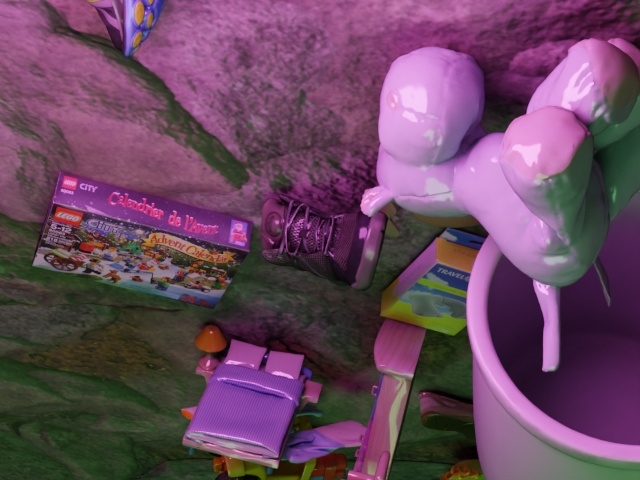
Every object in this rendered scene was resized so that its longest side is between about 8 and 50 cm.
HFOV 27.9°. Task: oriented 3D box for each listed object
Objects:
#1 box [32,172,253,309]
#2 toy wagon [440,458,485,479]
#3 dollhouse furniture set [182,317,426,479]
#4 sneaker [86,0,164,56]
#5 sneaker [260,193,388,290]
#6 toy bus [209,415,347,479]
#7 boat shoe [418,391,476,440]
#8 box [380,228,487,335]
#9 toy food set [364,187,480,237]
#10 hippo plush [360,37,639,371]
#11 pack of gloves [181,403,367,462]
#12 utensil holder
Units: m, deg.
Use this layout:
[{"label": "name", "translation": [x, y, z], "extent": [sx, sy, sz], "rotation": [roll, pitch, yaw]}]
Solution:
[{"label": "box", "translation": [-0.215, 0.005, 1.541], "extent": [0.233, 0.044, 0.159], "rotation": [14, 148, -14]}, {"label": "toy wagon", "translation": [0.314, 0.418, 2.107], "extent": [0.267, 0.068, 0.344], "rotation": [-17, 141, 32]}, {"label": "dollhouse furniture set", "translation": [-0.044, 0.198, 1.629], "extent": [0.304, 0.286, 0.198], "rotation": [14, 120, 7]}, {"label": "sneaker", "translation": [-0.191, -0.238, 1.139], "extent": [0.078, 0.067, 0.188], "rotation": [18, 155, 21]}, {"label": "sneaker", "translation": [0.000, 0.000, 1.413], "extent": [0.130, 0.087, 0.227], "rotation": [16, 175, -9]}, {"label": "toy bus", "translation": [-0.065, 0.332, 1.973], "extent": [0.212, 0.149, 0.220], "rotation": [-6, 146, -6]}, {"label": "boat shoe", "translation": [0.212, 0.257, 1.891], "extent": [0.153, 0.048, 0.056], "rotation": [13, 136, -24]}, {"label": "box", "translation": [0.158, 0.053, 1.562], "extent": [0.109, 0.042, 0.178], "rotation": [16, 148, -17]}, {"label": "toy food set", "translation": [0.152, -0.056, 1.399], "extent": [0.192, 0.038, 0.132], "rotation": [-8, 153, 12]}, {"label": "hippo plush", "translation": [0.180, -0.087, 1.230], "extent": [0.237, 0.234, 0.294], "rotation": [24, 142, 31]}, {"label": "pack of gloves", "translation": [-0.050, 0.277, 1.811], "extent": [0.195, 0.046, 0.232], "rotation": [22, -165, 40]}, {"label": "utensil holder", "translation": [0.326, 0.155, 1.440], "extent": [0.328, 0.327, 0.385], "rotation": [2, 152, 7]}]
